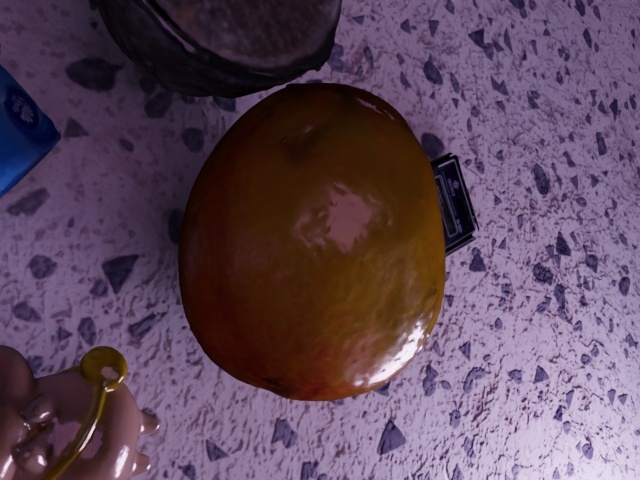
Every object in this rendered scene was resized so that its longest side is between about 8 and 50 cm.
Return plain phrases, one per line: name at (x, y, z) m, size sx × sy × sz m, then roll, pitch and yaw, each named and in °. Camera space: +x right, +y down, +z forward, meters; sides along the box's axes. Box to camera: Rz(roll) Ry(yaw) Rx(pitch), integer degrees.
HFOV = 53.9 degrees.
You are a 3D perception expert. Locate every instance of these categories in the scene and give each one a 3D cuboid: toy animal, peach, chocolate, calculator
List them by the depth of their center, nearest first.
toy animal at (-0.275, 0.181, 0.605) m, size 0.248 × 0.149 × 0.165 m, roll 19°, pitch 55°, yaw -27°
peach at (-0.001, -0.001, 0.733) m, size 0.372 × 0.290 × 0.373 m, roll -9°, pitch 109°, yaw -29°
chocolate at (-0.146, -0.299, 0.733) m, size 0.303 × 0.213 × 0.303 m, roll 8°, pitch 78°, yaw -38°
calculator at (0.168, -0.037, 1.054) m, size 0.274 × 0.028 × 0.166 m, roll -26°, pitch 99°, yaw -38°

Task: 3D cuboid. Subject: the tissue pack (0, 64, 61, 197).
tissue pack at (-0.356, -0.085, 0.500) m, size 0.198 × 0.146 × 0.263 m, roll 49°, pitch 13°, yaw -21°
